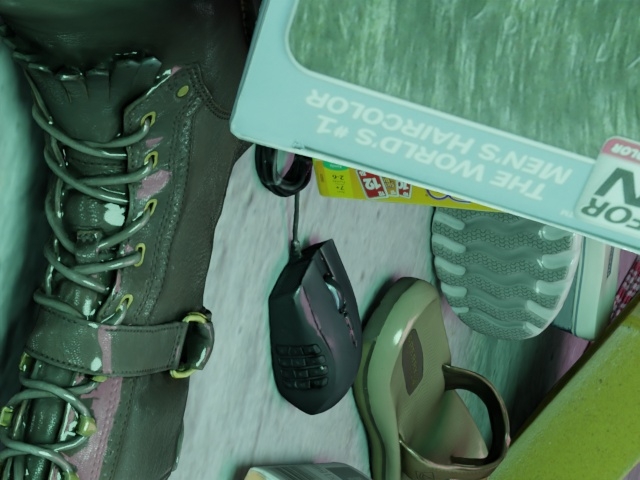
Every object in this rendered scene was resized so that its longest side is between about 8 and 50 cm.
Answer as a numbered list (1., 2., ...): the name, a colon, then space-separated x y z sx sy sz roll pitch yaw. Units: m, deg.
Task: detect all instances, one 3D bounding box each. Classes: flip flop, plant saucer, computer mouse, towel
1. flip flop: 0.088 0.125 1.135 0.112 0.080 0.277 -62 154 -30
2. plant saucer: 0.252 0.127 1.396 0.333 0.081 0.333 -53 171 31
3. computer mouse: 0.000 0.000 0.899 0.071 0.041 0.242 -51 147 -44
4. towel: 0.320 0.125 1.761 0.197 0.029 0.144 -51 148 -46

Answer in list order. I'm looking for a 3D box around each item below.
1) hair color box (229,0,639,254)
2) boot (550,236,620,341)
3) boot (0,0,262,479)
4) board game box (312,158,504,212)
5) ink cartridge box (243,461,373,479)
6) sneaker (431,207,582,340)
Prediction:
1. hair color box: 0.084 -0.133 0.636 0.374 0.185 0.114 -83 -170 -62
2. boot: 0.192 -0.013 1.289 0.069 0.086 0.190 -37 138 -53
3. boot: -0.083 0.001 0.635 0.263 0.091 0.229 18 86 -70
4. board game box: 0.096 -0.105 0.914 0.259 0.124 0.039 -63 151 -45
5. ink cartridge box: -0.041 0.214 0.963 0.179 0.045 0.145 -58 159 6
6. sneaker: 0.149 -0.065 1.128 0.115 0.105 0.281 -36 135 -57
